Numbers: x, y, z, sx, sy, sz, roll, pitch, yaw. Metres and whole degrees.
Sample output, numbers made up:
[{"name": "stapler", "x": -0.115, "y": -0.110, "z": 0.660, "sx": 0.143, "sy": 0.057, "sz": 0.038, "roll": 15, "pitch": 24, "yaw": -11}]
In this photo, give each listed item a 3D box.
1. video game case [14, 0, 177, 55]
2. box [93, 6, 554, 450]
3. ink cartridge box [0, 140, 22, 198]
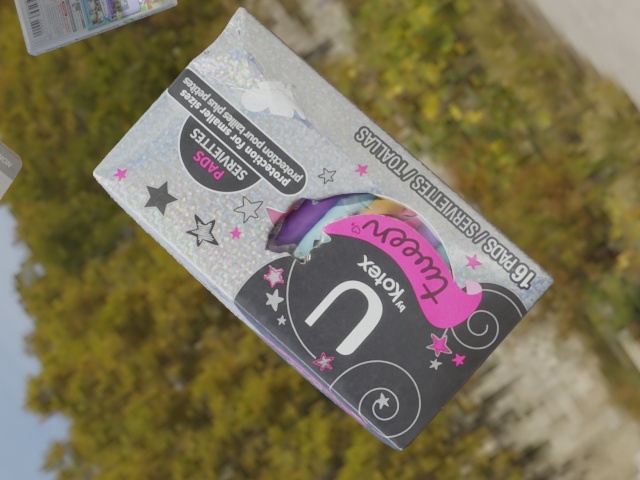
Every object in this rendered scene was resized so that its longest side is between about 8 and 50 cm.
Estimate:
[{"name": "video game case", "x": -0.283, "y": -0.347, "z": 2.164, "sx": 0.023, "sy": 0.193, "sz": 0.212, "roll": 5, "pitch": -111, "yaw": -72}, {"name": "box", "x": 0.000, "y": 0.000, "z": 1.134, "sx": 0.247, "sy": 0.142, "sz": 0.163, "roll": 41, "pitch": 177, "yaw": 4}, {"name": "ink cartridge box", "x": -0.569, "y": -0.078, "z": 2.270, "sx": 0.309, "sy": 0.272, "sz": 0.130, "roll": 43, "pitch": 153, "yaw": -26}]
